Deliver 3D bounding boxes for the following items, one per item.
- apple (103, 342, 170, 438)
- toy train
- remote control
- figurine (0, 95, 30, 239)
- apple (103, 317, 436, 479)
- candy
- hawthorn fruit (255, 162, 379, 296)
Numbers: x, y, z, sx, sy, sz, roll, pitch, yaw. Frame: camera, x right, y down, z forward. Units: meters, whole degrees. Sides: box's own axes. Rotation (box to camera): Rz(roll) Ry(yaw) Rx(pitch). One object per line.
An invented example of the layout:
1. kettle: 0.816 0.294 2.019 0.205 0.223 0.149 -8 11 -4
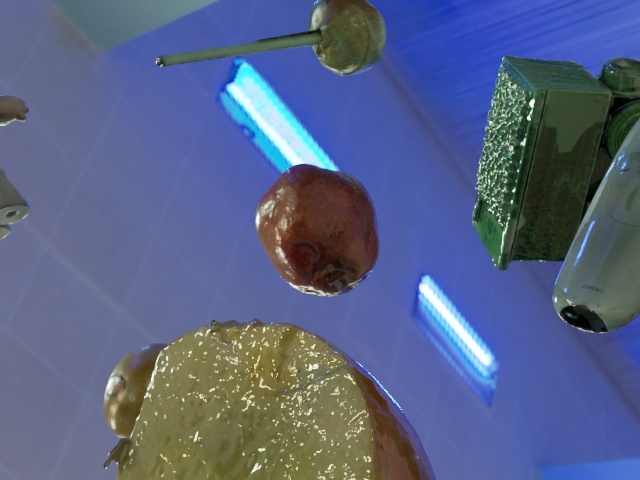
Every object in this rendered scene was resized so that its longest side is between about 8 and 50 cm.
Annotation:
1. apple: -0.229 0.237 1.502 0.182 0.182 0.155 48 -122 -33
2. toy train: 0.304 -0.094 1.250 0.145 0.202 0.266 -106 20 -61
3. remote control: 0.282 -0.030 0.905 0.256 0.097 0.045 -60 -39 -19
4. figurine: -0.482 -0.181 1.281 0.382 0.224 0.205 46 -152 22
5. apple: -0.021 0.233 0.897 0.252 0.309 0.314 -35 -63 -44
6. candy: -0.029 -0.131 0.681 0.203 0.061 0.061 -19 -86 -45
7. hawthorn fruit: 0.000 0.000 1.760 0.210 0.210 0.262 38 -153 -40
